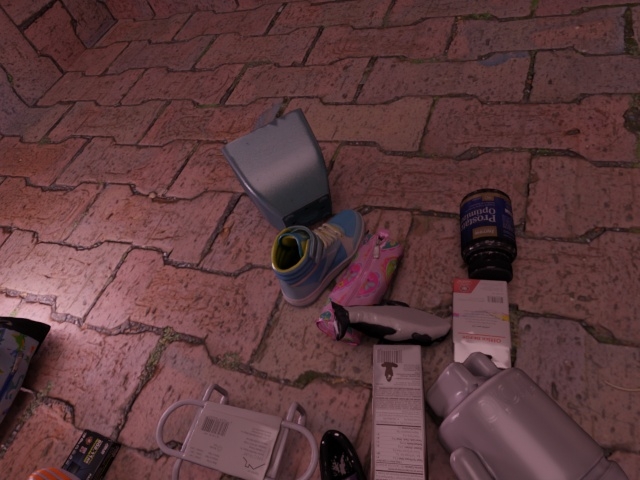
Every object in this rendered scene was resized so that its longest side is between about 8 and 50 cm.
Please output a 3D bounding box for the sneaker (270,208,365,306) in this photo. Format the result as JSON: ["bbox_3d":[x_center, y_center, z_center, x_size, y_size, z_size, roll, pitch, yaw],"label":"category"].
[{"bbox_3d":[0.000,0.000,1.012,0.127,0.208,0.319,23,64,30],"label":"sneaker"}]

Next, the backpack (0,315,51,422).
[{"bbox_3d":[-0.916,0.369,1.010,0.290,0.273,0.355,-2,67,6],"label":"backpack"}]

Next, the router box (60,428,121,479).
[{"bbox_3d":[-0.530,0.508,0.909,0.092,0.038,0.122,11,59,21],"label":"router box"}]

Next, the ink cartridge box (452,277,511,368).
[{"bbox_3d":[0.347,0.186,0.871,0.115,0.067,0.198,2,55,17],"label":"ink cartridge box"}]

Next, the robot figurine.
[{"bbox_3d":[0.341,0.360,0.664,0.300,0.199,0.353,-11,45,-35],"label":"robot figurine"}]

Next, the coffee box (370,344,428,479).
[{"bbox_3d":[0.152,0.343,0.770,0.098,0.141,0.246,-3,56,14],"label":"coffee box"}]

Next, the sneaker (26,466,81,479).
[{"bbox_3d":[-0.485,0.613,0.787,0.321,0.124,0.180,25,84,17],"label":"sneaker"}]

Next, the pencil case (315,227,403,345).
[{"bbox_3d":[0.100,0.109,0.963,0.124,0.124,0.284,20,64,27],"label":"pencil case"}]

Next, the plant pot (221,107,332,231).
[{"bbox_3d":[-0.092,-0.164,1.145,0.248,0.247,0.252,-28,71,-5],"label":"plant pot"}]

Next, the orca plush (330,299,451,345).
[{"bbox_3d":[0.144,0.205,0.851,0.151,0.287,0.102,37,115,49],"label":"orca plush"}]

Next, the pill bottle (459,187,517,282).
[{"bbox_3d":[0.400,-0.006,0.956,0.123,0.122,0.219,0,56,16],"label":"pill bottle"}]

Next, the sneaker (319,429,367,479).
[{"bbox_3d":[0.053,0.467,0.679,0.107,0.124,0.283,-20,39,-9],"label":"sneaker"}]

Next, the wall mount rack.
[{"bbox_3d":[-0.173,0.461,0.794,0.350,0.130,0.304,5,54,19],"label":"wall mount rack"}]
